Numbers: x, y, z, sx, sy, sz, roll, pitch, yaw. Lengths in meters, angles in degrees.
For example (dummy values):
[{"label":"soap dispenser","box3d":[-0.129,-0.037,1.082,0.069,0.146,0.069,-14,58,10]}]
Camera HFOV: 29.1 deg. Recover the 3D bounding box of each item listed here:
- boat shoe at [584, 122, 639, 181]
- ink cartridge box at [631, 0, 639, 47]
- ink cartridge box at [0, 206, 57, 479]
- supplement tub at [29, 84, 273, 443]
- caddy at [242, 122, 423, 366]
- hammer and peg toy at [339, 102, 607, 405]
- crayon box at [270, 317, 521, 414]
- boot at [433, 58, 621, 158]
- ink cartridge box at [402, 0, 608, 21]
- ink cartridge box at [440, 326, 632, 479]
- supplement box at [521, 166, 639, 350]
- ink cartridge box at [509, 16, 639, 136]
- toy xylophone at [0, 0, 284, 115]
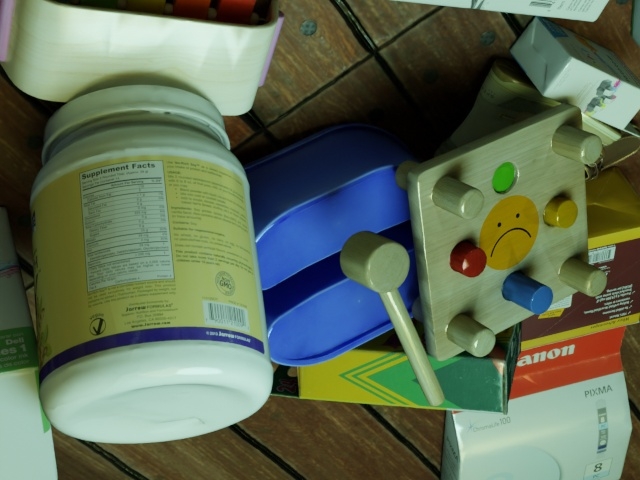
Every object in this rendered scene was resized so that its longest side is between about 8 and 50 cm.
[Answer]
[{"label":"boat shoe","box3d":[0.356,-0.105,1.667,0.178,0.060,0.064,-19,134,-5]},{"label":"ink cartridge box","box3d":[0.498,-0.314,1.511,0.212,0.093,0.154,-16,135,-5]},{"label":"ink cartridge box","box3d":[-0.391,0.125,1.434,0.117,0.278,0.201,-10,134,-16]},{"label":"supplement tub","box3d":[-0.185,0.027,1.318,0.241,0.331,0.241,-7,156,-3]},{"label":"caddy","box3d":[0.000,0.000,1.540,0.341,0.179,0.241,-25,122,-17]},{"label":"hammer and peg toy","box3d":[0.174,0.014,1.454,0.361,0.127,0.266,-25,121,-26]},{"label":"crayon box","box3d":[0.098,0.142,1.634,0.318,0.202,0.081,2,110,14]},{"label":"boot","box3d":[0.269,-0.130,1.600,0.213,0.077,0.165,18,121,-27]},{"label":"ink cartridge box","box3d":[0.209,-0.353,1.324,0.272,0.114,0.197,1,142,-23]},{"label":"ink cartridge box","box3d":[0.358,0.283,2.001,0.308,0.091,0.385,-12,135,-11]},{"label":"supplement box","box3d":[0.348,0.027,1.735,0.191,0.129,0.194,-12,133,-11]},{"label":"ink cartridge box","box3d":[0.336,-0.203,1.539,0.181,0.104,0.061,17,122,-34]},{"label":"toy xylophone","box3d":[-0.178,-0.234,1.326,0.322,0.081,0.236,10,126,-28]}]
